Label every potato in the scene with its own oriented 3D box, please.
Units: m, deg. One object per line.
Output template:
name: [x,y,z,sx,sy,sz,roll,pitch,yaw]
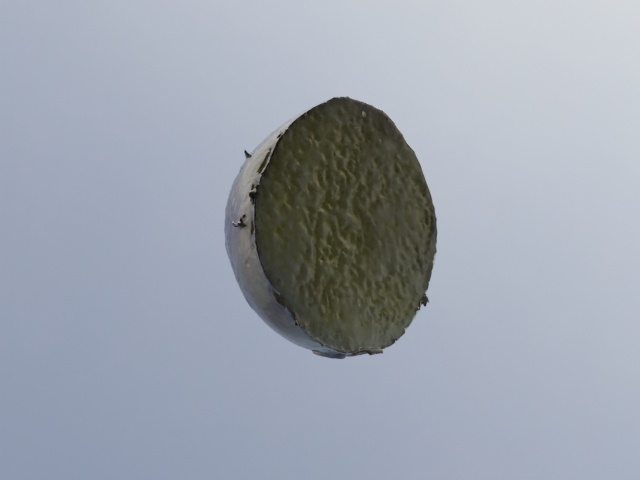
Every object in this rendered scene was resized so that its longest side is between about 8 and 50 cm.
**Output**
potato: [0.000,0.000,1.451,0.239,0.116,0.299,52,-137,-16]
